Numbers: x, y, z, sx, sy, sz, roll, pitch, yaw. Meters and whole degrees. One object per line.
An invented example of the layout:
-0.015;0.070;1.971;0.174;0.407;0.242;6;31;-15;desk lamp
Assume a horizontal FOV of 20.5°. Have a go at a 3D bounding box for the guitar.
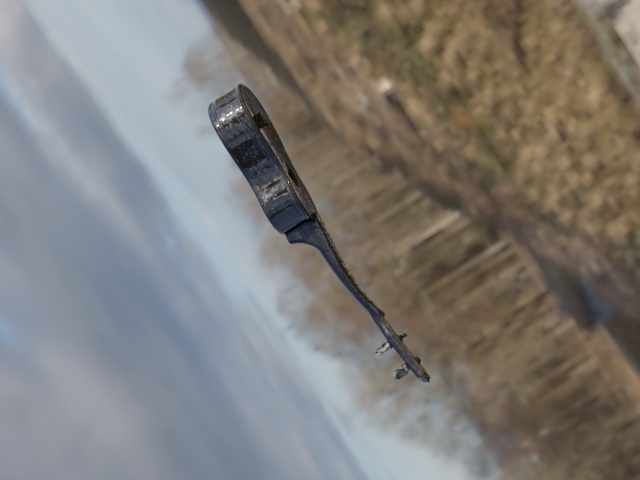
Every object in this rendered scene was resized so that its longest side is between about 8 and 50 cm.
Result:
-0.001;0.002;1.358;0.271;0.038;0.084;57;-170;2;guitar
